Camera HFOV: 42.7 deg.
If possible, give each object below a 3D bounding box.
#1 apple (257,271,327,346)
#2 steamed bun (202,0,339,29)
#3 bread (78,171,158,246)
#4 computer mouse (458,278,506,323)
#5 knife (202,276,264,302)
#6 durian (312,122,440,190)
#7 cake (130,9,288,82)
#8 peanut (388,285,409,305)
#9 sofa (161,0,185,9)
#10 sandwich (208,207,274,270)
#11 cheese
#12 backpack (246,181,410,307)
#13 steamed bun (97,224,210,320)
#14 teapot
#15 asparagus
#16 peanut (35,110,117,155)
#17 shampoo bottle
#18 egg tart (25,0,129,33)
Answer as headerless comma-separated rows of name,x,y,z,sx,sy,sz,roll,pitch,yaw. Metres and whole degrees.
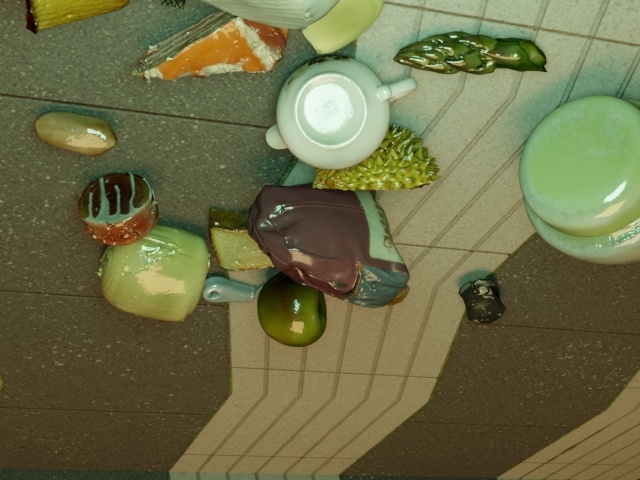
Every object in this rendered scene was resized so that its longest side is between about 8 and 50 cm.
apple,-0.067,0.167,1.998,0.156,0.196,0.196,-5,145,18
steamed bun,-0.067,-0.460,1.101,0.309,0.309,0.309,-4,144,-3
bread,-0.409,-0.065,1.662,0.160,0.160,0.073,-5,138,-1
computer mouse,0.423,0.151,2.146,0.105,0.062,0.192,-16,137,15
knife,-0.143,0.134,2.076,0.331,0.044,0.080,9,130,-28
durian,0.114,-0.166,1.589,0.249,0.138,0.183,0,-175,-10
cake,-0.183,-0.321,1.390,0.287,0.098,0.135,-15,143,13
peanut,0.118,0.111,2.026,0.226,0.095,0.108,8,157,-24
sofa,-0.222,-0.427,1.274,0.039,0.060,0.118,10,142,-10
sandwich,-0.137,-0.008,1.854,0.214,0.065,0.186,-7,144,2
cheese,0.076,-0.405,1.353,0.255,0.050,0.127,-24,138,21
backpack,0.000,0.000,1.664,0.317,0.283,0.197,8,131,-32
steamed bun,-0.386,0.090,1.867,0.232,0.166,0.273,12,141,-24
teapot,0.034,-0.233,1.483,0.298,0.204,0.139,-15,-179,6
asparagus,0.271,-0.333,1.456,0.287,0.080,0.080,-2,144,-2
peanut,-0.458,-0.202,1.539,0.152,0.076,0.076,11,141,-13
shampoo bottle,0.562,-0.108,1.589,0.322,0.322,0.317,-30,143,29
egg tart,-0.368,-0.409,1.173,0.170,0.215,0.215,-9,146,-16
